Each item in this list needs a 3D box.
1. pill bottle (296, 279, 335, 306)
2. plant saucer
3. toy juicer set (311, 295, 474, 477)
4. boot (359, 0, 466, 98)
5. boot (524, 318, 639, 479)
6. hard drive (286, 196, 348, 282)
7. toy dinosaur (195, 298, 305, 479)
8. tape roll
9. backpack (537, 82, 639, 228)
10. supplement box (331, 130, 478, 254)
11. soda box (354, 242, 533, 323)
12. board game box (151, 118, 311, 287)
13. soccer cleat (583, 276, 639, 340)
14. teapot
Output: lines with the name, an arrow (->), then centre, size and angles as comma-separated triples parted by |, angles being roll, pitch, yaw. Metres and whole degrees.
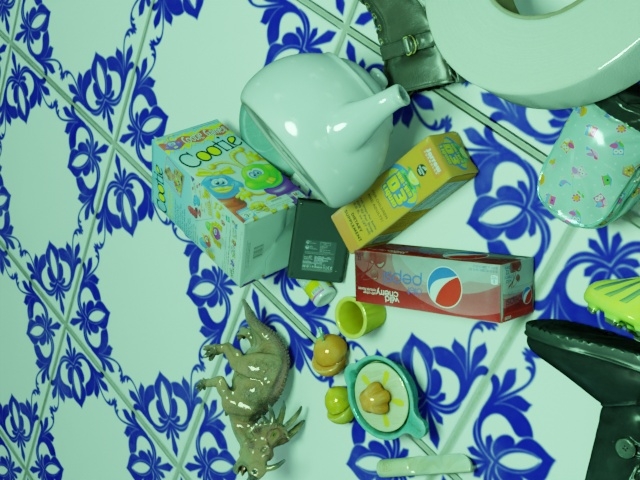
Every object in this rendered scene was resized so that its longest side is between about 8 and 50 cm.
pill bottle -> -0.013, 0.070, 1.518 | 0.083, 0.043, 0.043 | 52, 128, 26
plant saucer -> -0.089, -0.205, 1.556 | 0.195, 0.037, 0.195 | 9, 103, 43
toy juicer set -> 0.079, 0.267, 1.426 | 0.209, 0.089, 0.329 | -45, 66, 38
boot -> 0.095, -0.319, 1.329 | 0.263, 0.091, 0.229 | 5, 108, 51
boot -> 0.360, 0.225, 1.141 | 0.246, 0.094, 0.207 | 16, 103, 35
hard drive -> 0.000, 0.000, 1.466 | 0.022, 0.094, 0.135 | -111, 29, -71
toy dinosaur -> -0.106, 0.260, 1.591 | 0.200, 0.127, 0.295 | 15, 94, 34
tape roll -> 0.296, -0.350, 1.063 | 0.392, 0.072, 0.392 | -15, 68, 43
backpack -> 0.347, -0.103, 1.093 | 0.152, 0.115, 0.182 | 42, 126, 29
supplement box -> 0.123, -0.069, 1.342 | 0.233, 0.080, 0.078 | -39, 71, 38
soda box -> 0.174, 0.058, 1.300 | 0.263, 0.092, 0.083 | 5, 101, 44
board game box -> -0.161, -0.071, 1.552 | 0.275, 0.142, 0.144 | 41, 139, 32
soccer cleat -> 0.429, 0.068, 1.038 | 0.289, 0.093, 0.121 | 9, 76, 65
teapot -> 0.018, -0.185, 1.309 | 0.187, 0.252, 0.256 | -41, 65, -3
